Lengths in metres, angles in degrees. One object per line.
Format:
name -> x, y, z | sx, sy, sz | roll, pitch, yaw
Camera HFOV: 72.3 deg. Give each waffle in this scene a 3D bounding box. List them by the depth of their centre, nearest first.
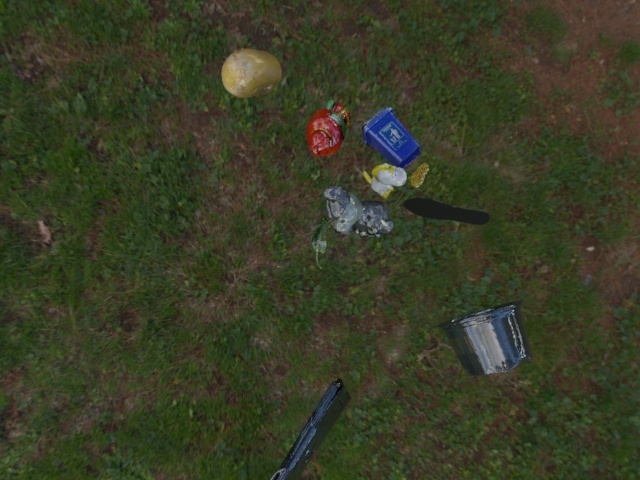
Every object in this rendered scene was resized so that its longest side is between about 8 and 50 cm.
waffle -> 0.322, -0.213, 1.418 | 0.016, 0.078, 0.085 | 26, 107, -22

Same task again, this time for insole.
insole -> 0.474, -0.110, 1.662 | 0.322, 0.109, 0.007 | 11, 54, 11

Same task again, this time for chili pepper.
chili pepper -> 0.002, 0.000, 1.727 | 0.073, 0.072, 0.204 | 17, 71, -8

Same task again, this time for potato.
potato -> -0.219, -0.544, 1.421 | 0.150, 0.234, 0.146 | 1, 111, 30

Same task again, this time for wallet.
wallet -> -0.035, 0.446, 0.935 | 0.045, 0.172, 0.318 | 31, 68, 20

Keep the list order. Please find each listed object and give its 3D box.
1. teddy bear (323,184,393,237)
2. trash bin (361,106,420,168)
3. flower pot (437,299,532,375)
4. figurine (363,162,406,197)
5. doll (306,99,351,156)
teddy bear -> 0.094, -0.082, 1.445 | 0.250, 0.171, 0.144 | 16, 81, -20
trash bin -> 0.297, -0.415, 1.831 | 0.162, 0.184, 0.234 | -41, 75, 0
flower pot -> 0.303, 0.179, 0.789 | 0.157, 0.157, 0.107 | -13, 76, -12
figurine -> 0.231, -0.224, 1.551 | 0.129, 0.178, 0.109 | 18, 77, -15
doll -> 0.023, -0.453, 1.838 | 0.160, 0.363, 0.183 | 0, 128, 17
